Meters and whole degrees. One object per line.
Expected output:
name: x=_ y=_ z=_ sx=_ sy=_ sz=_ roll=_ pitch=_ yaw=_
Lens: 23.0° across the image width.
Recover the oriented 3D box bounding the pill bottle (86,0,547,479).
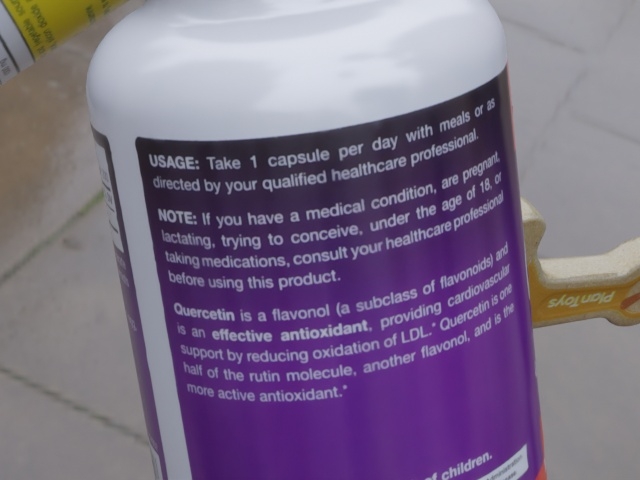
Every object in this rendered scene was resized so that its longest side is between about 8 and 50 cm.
pill bottle: x=0.000 y=0.000 z=0.697 sx=0.181 sy=0.323 sz=0.181 roll=-7 pitch=19 yaw=2

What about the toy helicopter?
toy helicopter: x=0.153 y=0.062 z=1.316 sx=0.355 sy=0.235 sz=0.140 roll=-5 pitch=39 yaw=-29

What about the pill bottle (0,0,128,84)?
pill bottle: x=-0.194 y=-0.168 z=0.786 sx=0.334 sy=0.188 sz=0.188 roll=-35 pitch=51 yaw=-8
